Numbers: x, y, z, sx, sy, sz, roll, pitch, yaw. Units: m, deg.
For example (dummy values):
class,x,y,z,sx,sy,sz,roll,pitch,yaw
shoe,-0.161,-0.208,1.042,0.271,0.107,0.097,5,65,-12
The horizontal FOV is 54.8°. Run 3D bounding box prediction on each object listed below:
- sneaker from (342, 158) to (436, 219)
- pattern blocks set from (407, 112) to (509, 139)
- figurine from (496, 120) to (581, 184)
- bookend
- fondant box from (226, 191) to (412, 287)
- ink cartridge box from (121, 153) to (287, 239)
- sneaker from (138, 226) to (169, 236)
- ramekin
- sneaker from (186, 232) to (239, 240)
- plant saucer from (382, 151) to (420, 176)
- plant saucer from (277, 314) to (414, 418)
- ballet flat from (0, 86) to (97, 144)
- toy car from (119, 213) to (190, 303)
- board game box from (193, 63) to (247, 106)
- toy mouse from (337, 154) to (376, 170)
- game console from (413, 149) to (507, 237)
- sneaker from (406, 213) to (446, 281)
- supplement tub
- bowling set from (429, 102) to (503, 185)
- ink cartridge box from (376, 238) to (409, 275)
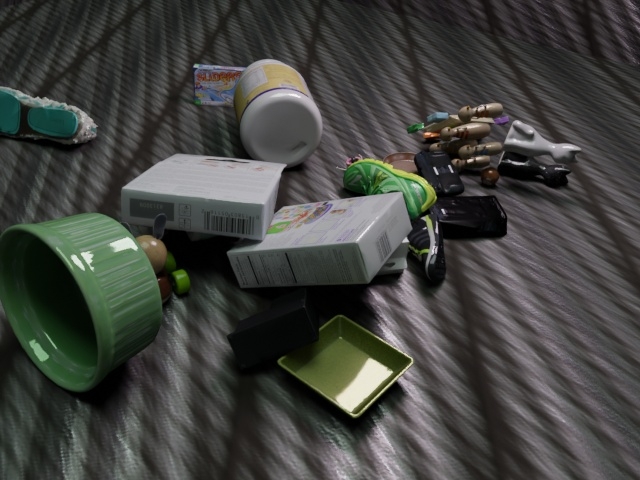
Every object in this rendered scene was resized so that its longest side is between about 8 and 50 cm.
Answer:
class,x,y,z,sx,sy,sz,roll,pitch,yaw
sneaker,0.161,-0.133,1.634,0.295,0.109,0.123,21,58,42
pattern blocks set,0.433,-0.357,1.926,0.324,0.026,0.285,-6,-5,-21
figurine,0.639,-0.245,1.799,0.209,0.215,0.092,22,75,16
bookend,-0.087,0.165,1.204,0.157,0.072,0.156,-22,10,4
fondant box,0.000,0.000,1.332,0.330,0.096,0.238,-4,25,34
ink cartridge box,-0.254,-0.118,1.463,0.307,0.091,0.385,6,19,3
sneaker,-0.427,-0.071,1.518,0.115,0.091,0.232,-5,28,0
ramekin,-0.420,0.097,1.090,0.303,0.304,0.148,26,33,27
sneaker,-0.272,-0.079,1.536,0.151,0.094,0.256,-4,34,-24
plant saucer,0.268,-0.213,1.842,0.168,0.029,0.168,3,34,-2
plant saucer,0.048,0.240,1.153,0.188,0.045,0.188,29,42,30
ballet flat,-0.857,-0.365,1.860,0.408,0.147,0.147,17,37,12
toy car,-0.367,0.030,1.275,0.155,0.189,0.149,-18,41,-30
board game box,-0.333,-0.530,2.126,0.201,0.136,0.035,3,35,-2
toy mouse,0.112,-0.206,1.810,0.143,0.031,0.161,-8,37,-19
game console,0.363,-0.138,1.706,0.213,0.044,0.361,-2,43,-10
sneaker,0.244,0.023,1.483,0.097,0.084,0.235,-13,30,17
supplement tub,-0.137,-0.391,1.861,0.240,0.241,0.331,-3,35,-12
bowling set,0.437,-0.258,1.809,0.154,0.287,0.200,-8,70,-8
ink cartridge box,0.142,0.013,1.450,0.092,0.090,0.143,-7,36,-17
